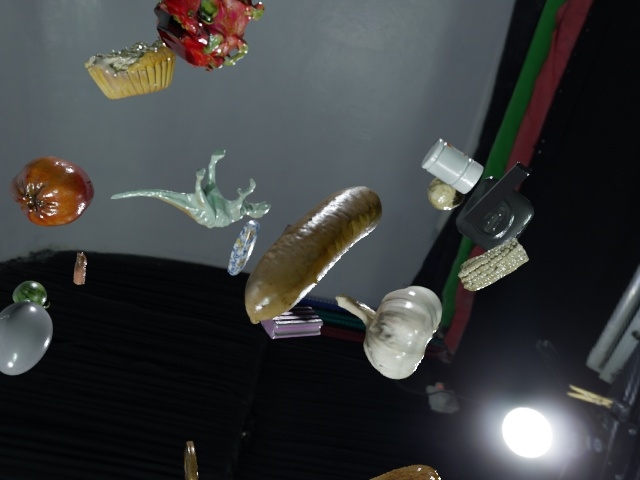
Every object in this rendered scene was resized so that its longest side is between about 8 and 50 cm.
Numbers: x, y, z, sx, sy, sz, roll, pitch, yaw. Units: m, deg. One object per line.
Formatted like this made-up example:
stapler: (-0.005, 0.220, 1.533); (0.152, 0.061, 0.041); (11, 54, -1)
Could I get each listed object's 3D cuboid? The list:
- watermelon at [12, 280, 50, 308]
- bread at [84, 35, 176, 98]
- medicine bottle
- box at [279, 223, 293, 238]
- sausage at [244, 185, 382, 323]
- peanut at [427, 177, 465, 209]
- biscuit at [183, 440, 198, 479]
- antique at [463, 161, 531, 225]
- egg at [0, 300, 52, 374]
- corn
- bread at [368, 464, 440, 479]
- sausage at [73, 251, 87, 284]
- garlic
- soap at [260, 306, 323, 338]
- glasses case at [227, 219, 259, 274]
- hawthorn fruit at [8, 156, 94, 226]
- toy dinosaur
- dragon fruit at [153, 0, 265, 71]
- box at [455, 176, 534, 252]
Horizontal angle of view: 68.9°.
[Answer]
watermelon: (-0.965, 0.189, 1.553); (0.109, 0.108, 0.109); (-169, -90, -88)
bread: (-0.578, -0.540, 1.463); (0.274, 0.273, 0.149); (-82, 163, -54)
medicine bottle: (0.221, -0.125, 0.788); (0.057, 0.089, 0.057); (-58, -178, 3)
box: (-0.081, 0.052, 1.894); (0.215, 0.215, 0.086); (-63, 147, -19)
sausage: (0.000, -0.002, 1.008); (0.501, 0.123, 0.136); (-42, 148, -48)
peanut: (0.455, -0.177, 1.672); (0.224, 0.129, 0.129); (-35, 140, -64)
biscuit: (-0.312, 0.576, 1.120); (0.124, 0.026, 0.175); (143, -59, -65)
antique: (0.334, -0.083, 0.895); (0.015, 0.031, 0.192); (-51, 174, -29)
egg: (-0.816, 0.263, 1.270); (0.146, 0.146, 0.199); (104, -15, -60)
corn: (0.461, 0.062, 1.238); (0.211, 0.087, 0.087); (-40, -150, 42)
bread: (0.184, 0.647, 1.108); (0.227, 0.253, 0.143); (-16, 86, -78)
sausage: (-0.783, 0.096, 1.520); (0.036, 0.042, 0.158); (-43, 171, -45)
garlic: (0.128, 0.161, 0.975); (0.199, 0.225, 0.199); (-48, 155, -31)
soap: (-0.106, 0.300, 1.722); (0.122, 0.203, 0.066); (40, -58, 53)
glasses case: (-0.303, 0.031, 1.827); (0.248, 0.065, 0.087); (-63, 169, 29)
hawthorn fruit: (-0.830, -0.163, 1.478); (0.261, 0.224, 0.224); (-70, 172, -69)
toy dinosaur: (-0.291, -0.110, 1.135); (0.092, 0.392, 0.206); (50, -38, 38)
dragon fruit: (-0.182, -0.383, 0.782); (0.172, 0.160, 0.166); (-57, -145, -7)
box: (0.554, -0.074, 1.490); (0.213, 0.201, 0.042); (-59, 164, 23)
